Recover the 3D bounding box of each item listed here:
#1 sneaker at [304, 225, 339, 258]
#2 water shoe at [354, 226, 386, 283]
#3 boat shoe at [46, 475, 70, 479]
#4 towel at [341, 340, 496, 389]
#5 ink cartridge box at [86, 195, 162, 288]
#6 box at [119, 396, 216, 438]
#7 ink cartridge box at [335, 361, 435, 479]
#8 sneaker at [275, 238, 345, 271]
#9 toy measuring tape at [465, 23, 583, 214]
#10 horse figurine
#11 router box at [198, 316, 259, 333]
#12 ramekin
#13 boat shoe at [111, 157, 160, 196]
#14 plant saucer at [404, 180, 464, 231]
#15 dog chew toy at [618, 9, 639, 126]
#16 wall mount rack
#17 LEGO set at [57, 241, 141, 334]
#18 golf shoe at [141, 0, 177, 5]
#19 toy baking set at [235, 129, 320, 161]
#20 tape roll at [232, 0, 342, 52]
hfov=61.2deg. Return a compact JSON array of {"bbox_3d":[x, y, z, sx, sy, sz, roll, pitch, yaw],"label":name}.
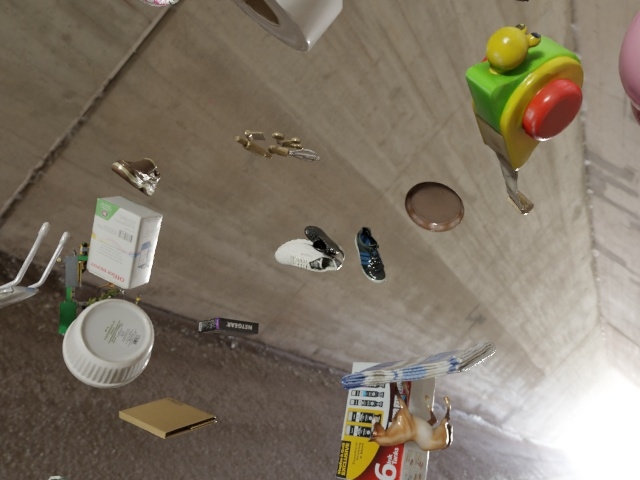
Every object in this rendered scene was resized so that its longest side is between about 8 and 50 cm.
[{"bbox_3d":[-0.002,0.002,1.685,0.170,0.051,0.089,38,13,26],"label":"sneaker"},{"bbox_3d":[0.167,0.048,1.823,0.080,0.073,0.203,104,-32,-58],"label":"water shoe"},{"bbox_3d":[-0.544,0.544,1.099,0.116,0.099,0.319,58,-33,17],"label":"boat shoe"},{"bbox_3d":[0.207,0.261,1.142,0.209,0.285,0.034,-3,76,-53],"label":"towel"},{"bbox_3d":[-0.537,0.004,1.475,0.154,0.212,0.093,22,16,18],"label":"ink cartridge box"},{"bbox_3d":[-0.404,0.465,1.430,0.201,0.021,0.164,6,4,37],"label":"box"},{"bbox_3d":[0.152,0.499,1.474,0.272,0.309,0.130,-11,-32,40],"label":"ink cartridge box"},{"bbox_3d":[-0.041,0.057,1.753,0.095,0.235,0.090,-65,150,-56],"label":"sneaker"},{"bbox_3d":[0.260,-0.143,0.660,0.121,0.121,0.330,44,0,36],"label":"toy measuring tape"},{"bbox_3d":[0.236,0.435,1.296,0.263,0.066,0.174,31,46,-22],"label":"horse figurine"},{"bbox_3d":[-0.337,0.321,1.991,0.179,0.046,0.133,16,-23,-41],"label":"router box"},{"bbox_3d":[-0.502,0.238,1.306,0.207,0.109,0.207,19,48,-22],"label":"ramekin"},{"bbox_3d":[-0.532,-0.206,1.589,0.095,0.095,0.257,37,-6,-1],"label":"boat shoe"},{"bbox_3d":[0.317,-0.099,1.500,0.168,0.168,0.029,40,46,-7],"label":"plant saucer"},{"bbox_3d":[0.551,-0.227,0.783,0.206,0.206,0.332,44,8,33],"label":"dog chew toy"},{"bbox_3d":[-0.813,0.084,1.433,0.130,0.304,0.350,64,-13,-1],"label":"wall mount rack"},{"bbox_3d":[-0.715,0.176,1.763,0.192,0.255,0.331,152,-70,-78],"label":"LEGO set"},{"bbox_3d":[-0.376,-0.545,1.190,0.186,0.086,0.067,-31,100,-61],"label":"golf shoe"},{"bbox_3d":[-0.114,-0.255,1.541,0.197,0.030,0.256,7,-8,27],"label":"toy baking set"},{"bbox_3d":[-0.099,-0.468,0.956,0.286,0.100,0.286,39,3,-3],"label":"tape roll"}]
